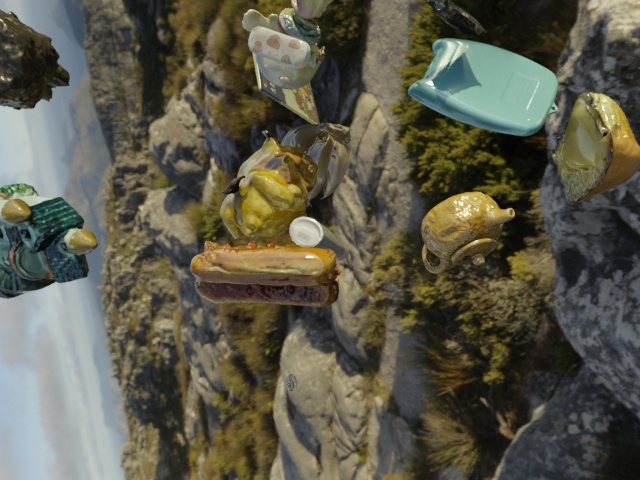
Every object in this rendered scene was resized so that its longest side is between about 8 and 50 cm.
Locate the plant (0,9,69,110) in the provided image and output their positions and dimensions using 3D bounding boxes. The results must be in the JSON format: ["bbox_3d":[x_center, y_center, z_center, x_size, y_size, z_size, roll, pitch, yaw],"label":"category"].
[{"bbox_3d":[-0.771,-0.448,1.253,0.213,0.215,0.312,-56,9,14],"label":"plant"}]

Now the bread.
[{"bbox_3d":[0.676,-0.215,1.222,0.262,0.162,0.204,72,-168,-68],"label":"bread"}]

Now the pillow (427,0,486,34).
[{"bbox_3d":[0.346,-0.568,1.286,0.048,0.150,0.090,-52,33,29],"label":"pillow"}]

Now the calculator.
[{"bbox_3d":[0.455,-0.422,1.374,0.386,0.256,0.054,25,162,13],"label":"calculator"}]

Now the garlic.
[{"bbox_3d":[-0.026,-0.264,1.633,0.292,0.237,0.210,-56,3,9],"label":"garlic"}]

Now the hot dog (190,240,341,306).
[{"bbox_3d":[-0.122,0.071,1.154,0.158,0.348,0.117,82,-168,-45],"label":"hot dog"}]

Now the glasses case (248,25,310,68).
[{"bbox_3d":[-0.096,-0.440,1.153,0.164,0.041,0.063,28,109,22],"label":"glasses case"}]

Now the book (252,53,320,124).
[{"bbox_3d":[-0.123,-0.569,1.857,0.018,0.322,0.228,-28,61,30],"label":"book"}]

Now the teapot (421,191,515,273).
[{"bbox_3d":[0.363,-0.003,1.279,0.311,0.203,0.167,-48,50,45],"label":"teapot"}]

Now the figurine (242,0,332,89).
[{"bbox_3d":[-0.083,-0.642,1.490,0.394,0.274,0.227,-49,37,46],"label":"figurine"}]

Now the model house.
[{"bbox_3d":[-0.619,0.003,1.121,0.291,0.184,0.253,1,111,28],"label":"model house"}]

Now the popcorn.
[{"bbox_3d":[-0.129,-0.125,1.400,0.281,0.316,0.297,49,163,-23],"label":"popcorn"}]

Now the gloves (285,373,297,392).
[{"bbox_3d":[-0.095,0.468,1.659,0.081,0.044,0.037,-64,-20,-70],"label":"gloves"}]

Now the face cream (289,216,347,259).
[{"bbox_3d":[0.000,0.000,1.320,0.107,0.269,0.073,32,91,16],"label":"face cream"}]
